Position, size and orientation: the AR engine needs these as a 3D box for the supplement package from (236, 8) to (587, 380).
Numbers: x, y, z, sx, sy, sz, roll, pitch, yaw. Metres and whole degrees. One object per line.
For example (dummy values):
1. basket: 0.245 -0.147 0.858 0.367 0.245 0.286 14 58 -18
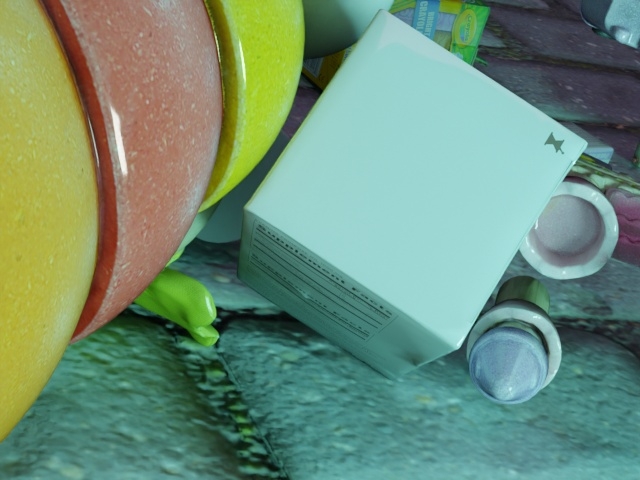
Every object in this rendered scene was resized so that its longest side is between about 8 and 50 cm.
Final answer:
1. supplement package: 0.041 -0.014 0.787 0.134 0.139 0.244 33 -11 2

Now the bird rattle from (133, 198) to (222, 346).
1. bird rattle: -0.129 -0.053 0.866 0.143 0.207 0.253 20 27 -41

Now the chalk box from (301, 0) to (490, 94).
1. chalk box: 0.089 -0.226 1.421 0.213 0.132 0.132 1 30 -31

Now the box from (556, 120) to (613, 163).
1. box: 0.142 -0.067 1.211 0.324 0.063 0.067 -7 36 -42

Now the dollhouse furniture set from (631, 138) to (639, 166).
1. dollhouse furniture set: 0.451 -0.138 1.414 0.129 0.184 0.129 -6 34 -40

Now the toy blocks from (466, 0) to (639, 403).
1. toy blocks: 0.263 0.008 0.843 0.288 0.309 0.260 20 19 7

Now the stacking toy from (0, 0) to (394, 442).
1. stacking toy: -0.131 -0.104 0.657 0.350 0.351 0.480 31 44 27

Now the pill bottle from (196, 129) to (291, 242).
1. pill bottle: -0.123 -0.101 1.020 0.136 0.136 0.245 -3 32 -37
